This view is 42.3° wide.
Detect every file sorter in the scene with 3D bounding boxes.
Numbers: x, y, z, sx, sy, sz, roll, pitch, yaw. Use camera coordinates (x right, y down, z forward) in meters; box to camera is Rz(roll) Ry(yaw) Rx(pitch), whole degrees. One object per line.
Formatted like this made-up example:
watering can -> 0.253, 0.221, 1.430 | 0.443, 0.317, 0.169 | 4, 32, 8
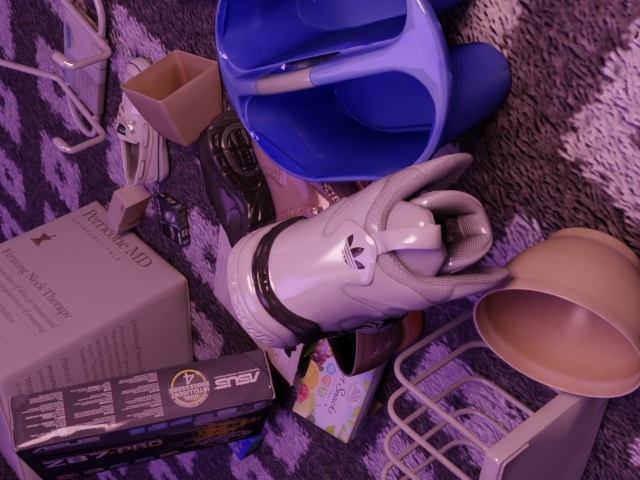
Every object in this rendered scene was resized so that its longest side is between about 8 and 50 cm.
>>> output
file sorter -> 0.184, 0.237, 0.949 | 0.173, 0.193, 0.277 | 37, 141, 36

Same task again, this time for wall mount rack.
wall mount rack -> -0.488, -0.331, 1.453 | 0.304, 0.130, 0.350 | 47, 144, 20

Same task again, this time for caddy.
caddy -> 0.023, -0.184, 0.846 | 0.341, 0.179, 0.241 | 4, 117, 52

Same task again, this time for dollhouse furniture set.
dollhouse furniture set -> 0.019, 0.228, 1.272 | 0.151, 0.076, 0.058 | 49, 158, 20

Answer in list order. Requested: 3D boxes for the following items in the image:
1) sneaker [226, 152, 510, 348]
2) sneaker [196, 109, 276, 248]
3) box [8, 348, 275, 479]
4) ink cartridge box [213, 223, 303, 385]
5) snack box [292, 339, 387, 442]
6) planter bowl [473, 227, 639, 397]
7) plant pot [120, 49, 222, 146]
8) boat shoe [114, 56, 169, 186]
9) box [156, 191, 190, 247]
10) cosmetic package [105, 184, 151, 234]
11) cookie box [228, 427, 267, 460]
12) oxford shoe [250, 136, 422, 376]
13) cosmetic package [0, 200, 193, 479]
sneaker -> 0.091, 0.012, 0.813 | 0.210, 0.366, 0.137 | -20, 84, 31
sneaker -> -0.099, -0.041, 1.181 | 0.130, 0.109, 0.286 | -2, 105, 63
box -> -0.287, 0.298, 1.387 | 0.318, 0.395, 0.097 | 109, 149, -62
ink cartridge box -> -0.083, 0.091, 1.303 | 0.225, 0.056, 0.181 | 44, 143, 26
snack box -> 0.029, 0.204, 1.191 | 0.100, 0.037, 0.141 | 25, 103, 26
planter bowl -> 0.241, 0.058, 0.784 | 0.162, 0.109, 0.162 | 26, 150, 16
plant pot -> -0.204, -0.202, 1.209 | 0.109, 0.109, 0.096 | 25, 146, 42
boat shoe -> -0.299, -0.185, 1.363 | 0.083, 0.076, 0.226 | 28, 136, 38
box -> -0.264, -0.037, 1.483 | 0.067, 0.018, 0.083 | 32, 138, 36
cosmetic package -> -0.364, -0.061, 1.560 | 0.041, 0.060, 0.115 | 53, 148, 9
cookie box -> -0.159, 0.375, 1.640 | 0.092, 0.040, 0.107 | 49, 146, 16
oxford shoe -> 0.000, 0.000, 1.048 | 0.130, 0.133, 0.363 | -24, 97, 53
cosmetic package -> -0.507, 0.193, 1.638 | 0.329, 0.394, 0.327 | 36, 140, 32
